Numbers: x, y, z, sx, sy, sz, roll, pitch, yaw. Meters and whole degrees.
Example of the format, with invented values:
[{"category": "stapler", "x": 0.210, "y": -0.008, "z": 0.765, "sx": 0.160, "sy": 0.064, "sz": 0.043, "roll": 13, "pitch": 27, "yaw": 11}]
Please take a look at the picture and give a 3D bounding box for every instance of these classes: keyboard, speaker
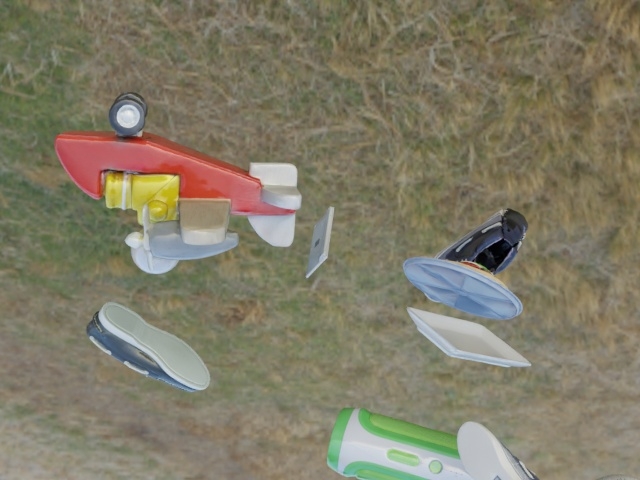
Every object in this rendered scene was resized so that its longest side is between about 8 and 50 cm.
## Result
[{"category": "keyboard", "x": 0.000, "y": 0.000, "z": 1.912, "sx": 0.014, "sy": 0.256, "sz": 0.072, "roll": 32, "pitch": 115, "yaw": -11}, {"category": "speaker", "x": 0.168, "y": 0.380, "z": 1.441, "sx": 0.297, "sy": 0.131, "sz": 0.131, "roll": 13, "pitch": 153, "yaw": 15}]

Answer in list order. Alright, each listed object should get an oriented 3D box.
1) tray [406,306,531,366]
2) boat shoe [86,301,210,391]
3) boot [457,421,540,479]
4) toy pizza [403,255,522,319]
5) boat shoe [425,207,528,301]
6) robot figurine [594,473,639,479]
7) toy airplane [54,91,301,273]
[{"category": "tray", "x": 0.281, "y": 0.194, "z": 1.588, "sx": 0.270, "sy": 0.145, "sz": 0.030, "roll": 17, "pitch": 107, "yaw": -46}, {"category": "boat shoe", "x": -0.391, "y": 0.256, "z": 1.897, "sx": 0.302, "sy": 0.114, "sz": 0.091, "roll": 40, "pitch": 118, "yaw": -12}, {"category": "boot", "x": 0.285, "y": 0.357, "z": 1.261, "sx": 0.086, "sy": 0.190, "sz": 0.069, "roll": 17, "pitch": 120, "yaw": -43}, {"category": "toy pizza", "x": 0.229, "y": 0.069, "z": 1.336, "sx": 0.201, "sy": 0.032, "sz": 0.201, "roll": 23, "pitch": 163, "yaw": 7}, {"category": "boat shoe", "x": 0.366, "y": 0.063, "z": 2.080, "sx": 0.127, "sy": 0.158, "sz": 0.340, "roll": 41, "pitch": 122, "yaw": -1}, {"category": "robot figurine", "x": 0.590, "y": 0.593, "z": 1.609, "sx": 0.209, "sy": 0.278, "sz": 0.173, "roll": 32, "pitch": 129, "yaw": -23}, {"category": "toy airplane", "x": -0.223, "y": -0.061, "z": 1.433, "sx": 0.384, "sy": 0.272, "sz": 0.386, "roll": 29, "pitch": -170, "yaw": 29}]
